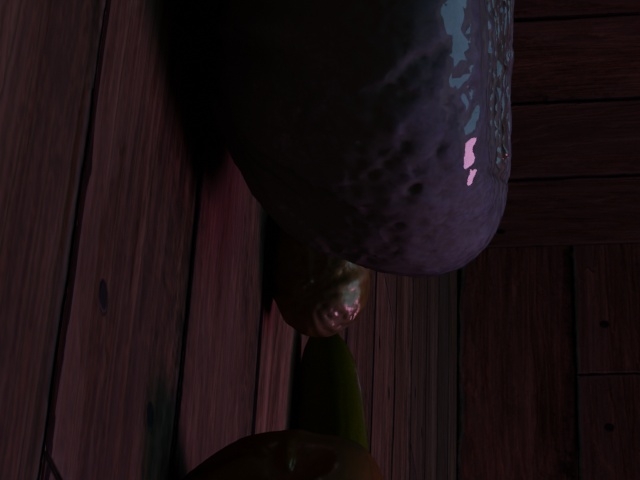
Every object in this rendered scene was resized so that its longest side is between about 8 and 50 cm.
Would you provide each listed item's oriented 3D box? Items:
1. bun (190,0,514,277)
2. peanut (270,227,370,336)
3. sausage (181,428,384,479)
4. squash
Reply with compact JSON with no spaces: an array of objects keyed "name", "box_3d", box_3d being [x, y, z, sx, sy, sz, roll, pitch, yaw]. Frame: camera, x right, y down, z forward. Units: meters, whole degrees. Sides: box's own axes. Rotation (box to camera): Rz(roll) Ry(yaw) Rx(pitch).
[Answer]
[{"name":"bun","box_3d":[0.027,-0.148,1.301,0.362,0.211,0.362,0,90,-85]},{"name":"peanut","box_3d":[0.000,-0.002,1.578,0.193,0.089,0.089,-90,174,-52]},{"name":"sausage","box_3d":[-0.018,0.229,1.182,0.120,0.136,0.241,-92,-179,-62]},{"name":"squash","box_3d":[0.007,0.161,1.659,0.066,0.066,0.201,79,6,-52]}]
